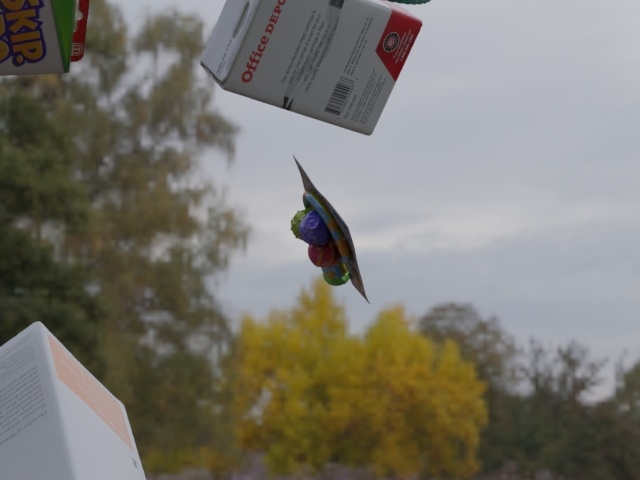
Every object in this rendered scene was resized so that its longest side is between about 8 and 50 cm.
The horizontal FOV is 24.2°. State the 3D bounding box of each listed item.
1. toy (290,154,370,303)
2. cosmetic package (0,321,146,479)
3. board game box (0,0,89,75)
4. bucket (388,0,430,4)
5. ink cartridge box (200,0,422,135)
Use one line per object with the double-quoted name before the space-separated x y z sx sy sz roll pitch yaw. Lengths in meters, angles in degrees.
"toy" 0.000 0.000 2.037 0.056 0.137 0.237 -35 -28 -6
"cosmetic package" -0.363 0.343 2.102 0.161 0.453 0.230 -35 -55 4
"board game box" -0.376 -0.239 1.636 0.259 0.124 0.039 -8 39 -28
"bucket" 0.057 -0.395 1.632 0.281 0.183 0.281 20 27 -11
"ink cartridge box" -0.016 -0.296 2.233 0.273 0.197 0.114 15 18 -33
